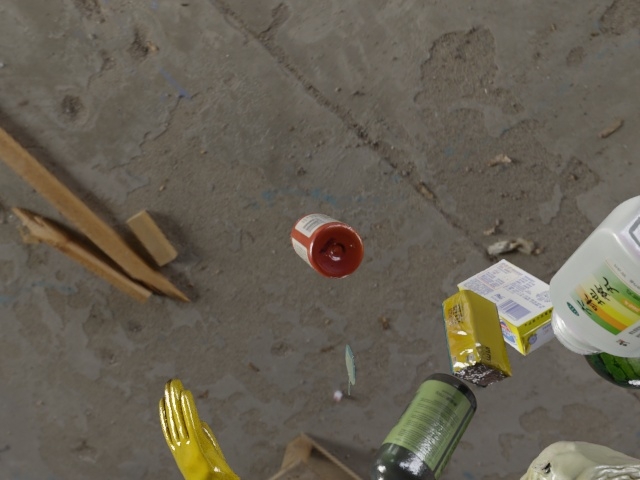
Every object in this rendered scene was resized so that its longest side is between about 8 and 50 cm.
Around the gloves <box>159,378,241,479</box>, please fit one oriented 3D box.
[{"bbox_3d":[-0.196,0.367,1.028,0.133,0.116,0.294,-42,71,41],"label":"gloves"}]

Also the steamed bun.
[{"bbox_3d":[0.526,0.554,1.244,0.320,0.206,0.275,-31,99,-7],"label":"steamed bun"}]

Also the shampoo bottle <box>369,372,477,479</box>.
[{"bbox_3d":[0.148,0.341,0.959,0.101,0.284,0.101,25,139,24],"label":"shampoo bottle"}]

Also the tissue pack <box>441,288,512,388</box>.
[{"bbox_3d":[0.320,0.200,1.237,0.120,0.169,0.082,28,135,-32],"label":"tissue pack"}]

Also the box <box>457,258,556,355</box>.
[{"bbox_3d":[0.506,0.167,1.575,0.168,0.265,0.097,-27,118,-12],"label":"box"}]

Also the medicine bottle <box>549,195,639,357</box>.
[{"bbox_3d":[0.448,0.076,0.891,0.179,0.124,0.324,40,163,17],"label":"medicine bottle"}]

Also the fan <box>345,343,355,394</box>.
[{"bbox_3d":[0.084,0.374,1.707,0.005,0.113,0.175,-6,122,-10],"label":"fan"}]

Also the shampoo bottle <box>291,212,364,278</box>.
[{"bbox_3d":[0.000,0.000,1.220,0.105,0.278,0.104,-2,99,-13],"label":"shampoo bottle"}]

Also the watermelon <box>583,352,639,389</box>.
[{"bbox_3d":[0.758,0.240,1.467,0.243,0.242,0.242,4,118,8],"label":"watermelon"}]
